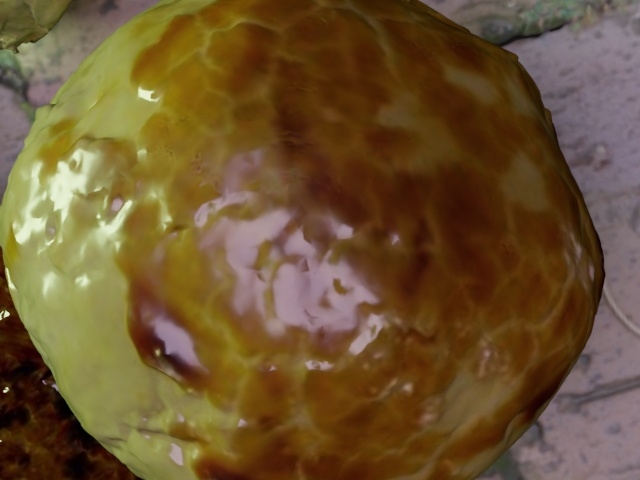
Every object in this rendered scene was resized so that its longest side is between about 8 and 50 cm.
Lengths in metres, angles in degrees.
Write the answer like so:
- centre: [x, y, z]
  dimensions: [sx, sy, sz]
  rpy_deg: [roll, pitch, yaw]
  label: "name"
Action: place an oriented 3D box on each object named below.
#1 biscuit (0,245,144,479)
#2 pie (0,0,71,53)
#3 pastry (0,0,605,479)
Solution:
- centre: [-0.225, 0.119, 1.191]
  dimensions: [0.334, 0.081, 0.289]
  rpy_deg: [45, 117, 1]
  label: "biscuit"
- centre: [-0.259, -0.300, 1.134]
  dimensions: [0.340, 0.083, 0.339]
  rpy_deg: [4, 96, 39]
  label: "pie"
- centre: [0.000, 0.000, 1.015]
  dimensions: [0.313, 0.389, 0.388]
  rpy_deg: [-30, 88, 50]
  label: "pastry"
